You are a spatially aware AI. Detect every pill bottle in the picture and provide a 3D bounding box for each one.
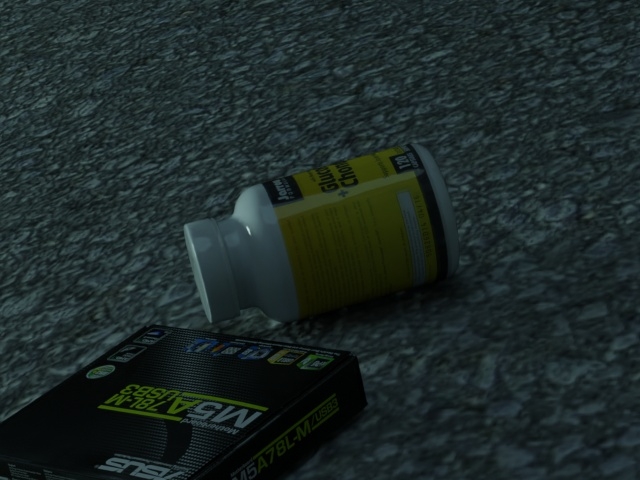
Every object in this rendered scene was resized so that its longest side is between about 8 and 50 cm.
[{"bbox_3d":[0.000,0.000,1.399,0.184,0.103,0.103,-15,22,-8],"label":"pill bottle"}]

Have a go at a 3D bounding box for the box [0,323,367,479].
[{"bbox_3d":[-0.098,0.118,1.242,0.191,0.045,0.184,6,26,39],"label":"box"}]
